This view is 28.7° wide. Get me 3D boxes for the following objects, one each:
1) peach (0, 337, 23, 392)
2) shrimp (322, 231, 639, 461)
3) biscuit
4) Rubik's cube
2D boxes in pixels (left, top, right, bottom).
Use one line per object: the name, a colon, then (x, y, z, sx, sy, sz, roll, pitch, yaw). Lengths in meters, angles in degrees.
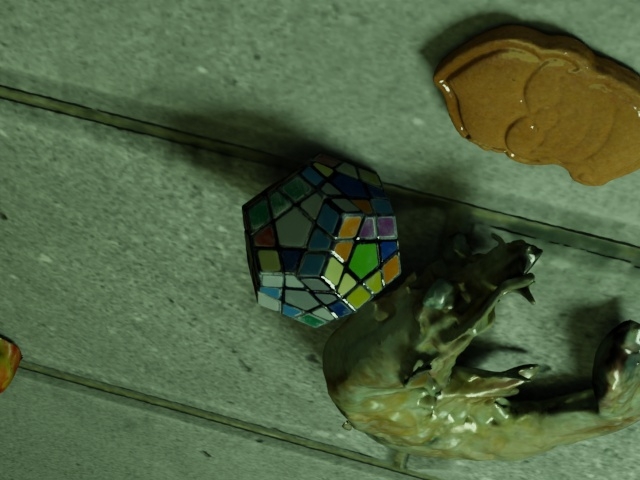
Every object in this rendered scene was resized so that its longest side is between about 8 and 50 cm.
peach: (-0.334, 0.118, 1.181, 0.098, 0.061, 0.098, 7, 148, 4)
shrimp: (0.125, 0.090, 0.898, 0.247, 0.085, 0.360, 8, 151, 0)
biscuit: (0.125, -0.072, 0.691, 0.130, 0.019, 0.102, 23, 147, -7)
Rubik's cube: (0.000, 0.000, 0.798, 0.111, 0.093, 0.111, 11, 147, 7)
